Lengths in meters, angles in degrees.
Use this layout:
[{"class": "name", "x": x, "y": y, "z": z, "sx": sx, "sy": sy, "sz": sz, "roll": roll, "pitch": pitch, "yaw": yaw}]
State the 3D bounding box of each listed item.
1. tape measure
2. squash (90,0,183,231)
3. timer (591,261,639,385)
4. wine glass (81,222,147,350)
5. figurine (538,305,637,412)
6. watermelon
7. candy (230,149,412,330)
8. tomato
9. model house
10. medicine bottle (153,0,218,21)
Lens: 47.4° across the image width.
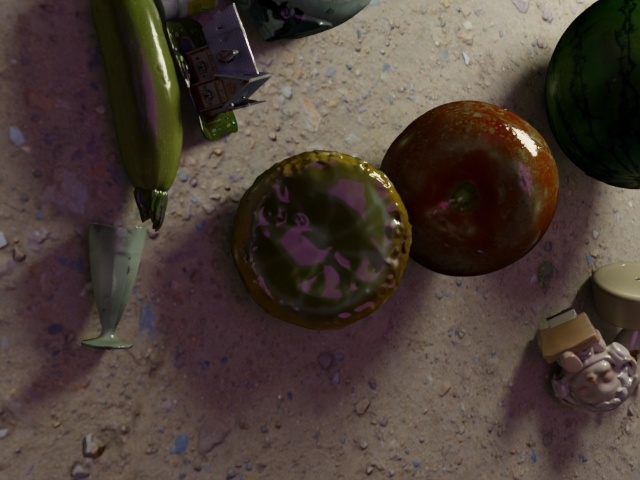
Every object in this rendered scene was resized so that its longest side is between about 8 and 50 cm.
[{"class": "tape measure", "x": -0.031, "y": -0.418, "z": 1.023, "sx": 0.275, "sy": 0.147, "sz": 0.256, "roll": -47, "pitch": 114, "yaw": -23}, {"class": "squash", "x": -0.224, "y": -0.181, "z": 0.931, "sx": 0.095, "sy": 0.094, "sz": 0.340, "roll": -13, "pitch": 96, "yaw": -32}, {"class": "timer", "x": 0.628, "y": 0.196, "z": 1.466, "sx": 0.175, "sy": 0.175, "sz": 0.265, "roll": -18, "pitch": 116, "yaw": -32}, {"class": "wine glass", "x": -0.262, "y": 0.057, "z": 0.920, "sx": 0.073, "sy": 0.073, "sz": 0.154, "roll": 4, "pitch": 91, "yaw": -33}, {"class": "figurine", "x": 0.507, "y": 0.245, "z": 1.370, "sx": 0.163, "sy": 0.141, "sz": 0.236, "roll": -27, "pitch": 118, "yaw": 16}, {"class": "watermelon", "x": 0.572, "y": -0.268, "z": 1.307, "sx": 0.364, "sy": 0.363, "sz": 0.362, "roll": 0, "pitch": 90, "yaw": -33}, {"class": "candy", "x": 0.000, "y": 0.000, "z": 1.032, "sx": 0.260, "sy": 0.118, "sz": 0.259, "roll": -1, "pitch": 98, "yaw": -9}, {"class": "tomato", "x": 0.229, "y": -0.082, "z": 1.137, "sx": 0.222, "sy": 0.270, "sz": 0.270, "roll": -43, "pitch": 118, "yaw": -68}, {"class": "model house", "x": -0.122, "y": -0.227, "z": 0.969, "sx": 0.117, "sy": 0.088, "sz": 0.166, "roll": -43, "pitch": 116, "yaw": -67}, {"class": "medicine bottle", "x": -0.182, "y": -0.326, "z": 0.981, "sx": 0.083, "sy": 0.047, "sz": 0.047, "roll": -28, "pitch": 105, "yaw": -26}]
